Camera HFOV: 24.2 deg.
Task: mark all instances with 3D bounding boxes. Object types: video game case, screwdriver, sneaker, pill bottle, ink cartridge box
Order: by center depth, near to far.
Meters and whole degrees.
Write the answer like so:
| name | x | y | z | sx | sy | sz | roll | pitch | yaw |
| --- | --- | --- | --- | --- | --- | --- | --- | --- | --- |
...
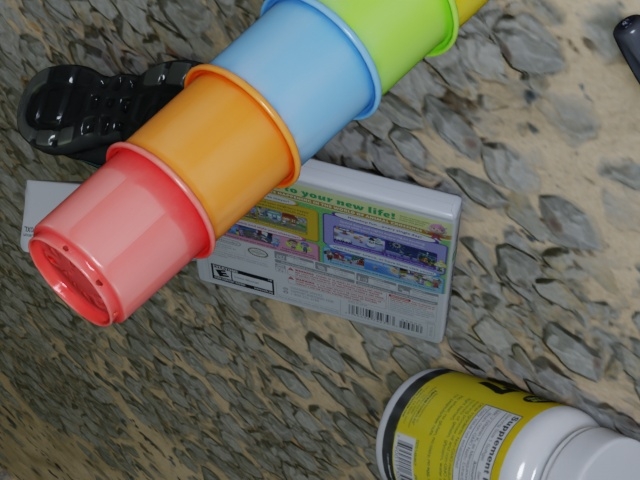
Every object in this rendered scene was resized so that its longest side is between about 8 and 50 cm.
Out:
| name | x | y | z | sx | sy | sz | roll | pitch | yaw |
| --- | --- | --- | --- | --- | --- | --- | --- | --- | --- |
| screwdriver | 0.211 | -0.055 | 0.822 | 0.170 | 0.024 | 0.025 | 51 | -176 | -18 |
| video game case | 0.000 | 0.000 | 1.157 | 0.212 | 0.023 | 0.193 | 15 | 149 | 10 |
| pill bottle | 0.152 | 0.177 | 1.175 | 0.208 | 0.119 | 0.119 | 14 | 142 | 50 |
| sneaker | -0.131 | -0.096 | 1.253 | 0.267 | 0.101 | 0.106 | 14 | 174 | 37 |
| ink cartridge box | -0.161 | -0.016 | 1.258 | 0.109 | 0.150 | 0.063 | 6 | 93 | 35 |

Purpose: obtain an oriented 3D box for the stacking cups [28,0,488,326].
| name | x | y | z | sx | sy | sz | roll | pitch | yaw |
| --- | --- | --- | --- | --- | --- | --- | --- | --- | --- |
| stacking cups | -0.014 | -0.075 | 0.785 | 0.096 | 0.316 | 0.096 | 34 | 155 | 19 |
